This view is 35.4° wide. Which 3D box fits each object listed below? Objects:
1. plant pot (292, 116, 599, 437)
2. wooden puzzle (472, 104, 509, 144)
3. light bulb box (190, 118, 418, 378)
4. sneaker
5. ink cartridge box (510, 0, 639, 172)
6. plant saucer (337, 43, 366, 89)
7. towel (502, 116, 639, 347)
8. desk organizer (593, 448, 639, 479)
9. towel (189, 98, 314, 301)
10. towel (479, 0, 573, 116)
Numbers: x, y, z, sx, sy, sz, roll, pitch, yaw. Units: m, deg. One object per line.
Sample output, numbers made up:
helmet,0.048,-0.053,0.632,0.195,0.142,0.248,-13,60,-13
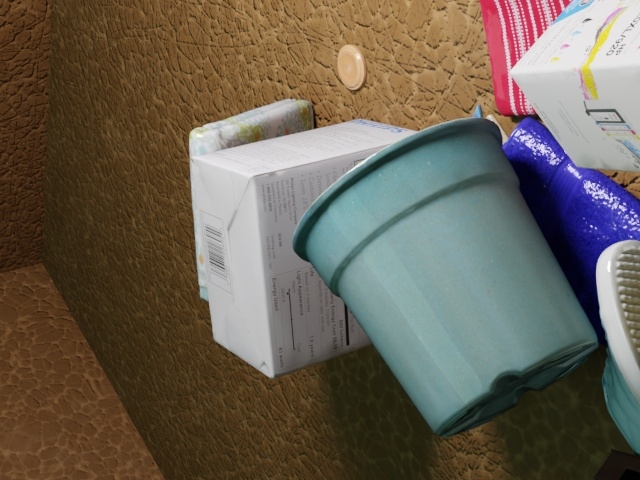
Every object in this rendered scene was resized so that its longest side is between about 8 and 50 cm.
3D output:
plant pot,0.188,0.066,1.382,0.334,0.341,0.341,60,146,20
wooden puzzle,0.268,-0.152,1.587,0.116,0.014,0.079,57,145,27
light bulb box,0.000,0.000,1.749,0.225,0.361,0.358,24,123,54
sneaker,0.421,0.175,1.342,0.150,0.135,0.366,-7,107,57
ink cartridge box,0.380,-0.193,1.156,0.168,0.171,0.232,48,165,-23
plant saucer,0.055,-0.319,1.849,0.083,0.013,0.084,31,128,49
towel,0.354,-0.008,1.456,0.308,0.076,0.228,47,140,37
desk organizer,0.429,0.321,1.326,0.047,0.050,0.130,47,161,-18
towel,-0.121,-0.088,1.916,0.090,0.374,0.321,5,110,29
towel,0.335,-0.276,1.409,0.275,0.031,0.199,6,110,57
